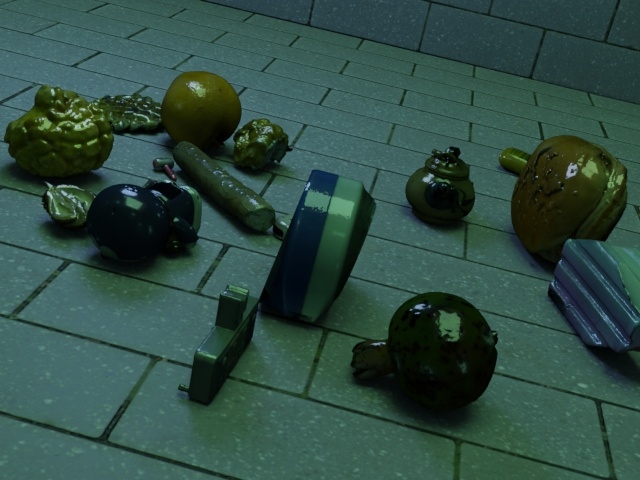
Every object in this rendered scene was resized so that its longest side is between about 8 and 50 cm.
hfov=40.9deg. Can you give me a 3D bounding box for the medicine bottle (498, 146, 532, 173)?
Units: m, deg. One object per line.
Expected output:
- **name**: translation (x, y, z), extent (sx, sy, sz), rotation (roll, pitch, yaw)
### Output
- **medicine bottle**: translation (0.652, -0.202, 2.521), extent (0.260, 0.064, 0.095), rotation (28, 30, 28)

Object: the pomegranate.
- **pomegranate**: translation (0.170, 0.183, 1.412), extent (0.247, 0.202, 0.202), rotation (-15, 22, 13)

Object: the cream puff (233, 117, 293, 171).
- **cream puff**: translation (-0.161, -0.247, 2.181), extent (0.156, 0.121, 0.156), rotation (5, 29, -3)

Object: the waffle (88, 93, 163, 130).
- **waffle**: translation (-0.503, -0.349, 2.315), extent (0.204, 0.054, 0.223), rotation (-12, 34, -41)

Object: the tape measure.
- **tape measure**: translation (0.000, 0.002, 1.612), extent (0.138, 0.262, 0.259), rotation (22, 26, -4)

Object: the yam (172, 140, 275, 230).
- **yam**: translation (-0.226, -0.126, 1.956), extent (0.083, 0.083, 0.371), rotation (-8, 31, -36)

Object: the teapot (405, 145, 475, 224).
- **teapot**: translation (0.303, -0.148, 2.118), extent (0.173, 0.183, 0.269), rotation (14, 25, 5)

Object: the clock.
- **clock**: translation (-0.347, -0.044, 1.668), extent (0.199, 0.147, 0.243), rotation (26, 21, 16)

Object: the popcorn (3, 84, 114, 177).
- **popcorn**: translation (-0.579, -0.242, 1.898), extent (0.225, 0.203, 0.200), rotation (2, 11, 21)

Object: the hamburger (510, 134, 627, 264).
- **hamburger**: translation (0.573, -0.095, 2.014), extent (0.174, 0.284, 0.304), rotation (21, 19, -13)

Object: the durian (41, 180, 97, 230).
- **durian**: translation (-0.506, -0.062, 1.707), extent (0.140, 0.071, 0.110), rotation (36, 37, 16)

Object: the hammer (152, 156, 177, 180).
- **hammer**: translation (-0.363, -0.167, 2.042), extent (0.052, 0.031, 0.083), rotation (-10, 44, -33)

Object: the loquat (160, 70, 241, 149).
- **loquat**: translation (-0.308, -0.329, 2.196), extent (0.208, 0.208, 0.208), rotation (10, 26, -5)

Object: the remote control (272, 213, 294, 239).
- **remote control**: translation (-0.007, -0.039, 1.915), extent (0.221, 0.042, 0.078), rotation (-8, 33, -37)

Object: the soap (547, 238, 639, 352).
- **soap**: translation (0.578, 0.112, 1.695), extent (0.109, 0.193, 0.324), rotation (6, 27, -12)

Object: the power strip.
- **power strip**: translation (-0.152, 0.141, 1.367), extent (0.061, 0.145, 0.216), rotation (17, 25, 7)
